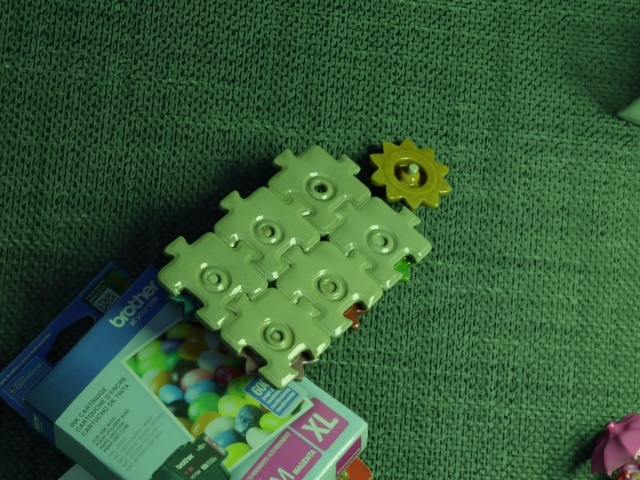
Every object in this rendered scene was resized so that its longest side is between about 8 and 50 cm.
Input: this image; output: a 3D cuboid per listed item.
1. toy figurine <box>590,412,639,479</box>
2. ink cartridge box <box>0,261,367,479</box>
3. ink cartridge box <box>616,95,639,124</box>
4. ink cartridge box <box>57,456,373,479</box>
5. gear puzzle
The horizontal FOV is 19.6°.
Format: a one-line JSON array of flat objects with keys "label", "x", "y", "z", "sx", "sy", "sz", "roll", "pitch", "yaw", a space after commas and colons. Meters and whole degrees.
[{"label": "toy figurine", "x": 0.341, "y": 0.236, "z": 1.804, "sx": 0.159, "sy": 0.130, "sz": 0.173, "roll": 13, "pitch": 103, "yaw": 7}, {"label": "ink cartridge box", "x": -0.134, "y": 0.153, "z": 1.696, "sx": 0.311, "sy": 0.065, "sz": 0.186, "roll": 34, "pitch": 64, "yaw": 17}, {"label": "ink cartridge box", "x": 0.494, "y": -0.139, "z": 1.821, "sx": 0.353, "sy": 0.207, "sz": 0.119, "roll": 17, "pitch": 80, "yaw": -6}, {"label": "ink cartridge box", "x": -0.101, "y": 0.223, "z": 1.708, "sx": 0.232, "sy": 0.066, "sz": 0.189, "roll": -42, "pitch": 69, "yaw": 0}, {"label": "gear puzzle", "x": 0.000, "y": 0.000, "z": 1.765, "sx": 0.175, "sy": 0.044, "sz": 0.339, "roll": 41, "pitch": 54, "yaw": 11}]
